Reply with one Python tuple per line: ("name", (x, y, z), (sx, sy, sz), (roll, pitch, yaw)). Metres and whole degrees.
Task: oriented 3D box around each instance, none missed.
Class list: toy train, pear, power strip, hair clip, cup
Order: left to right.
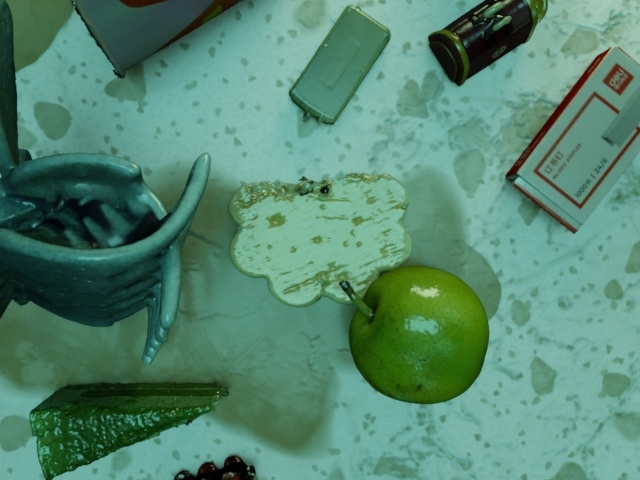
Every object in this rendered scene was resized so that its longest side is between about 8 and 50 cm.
("hair clip", (-0.273, 0.013, 0.583), (0.238, 0.318, 0.392), (13, 65, -16))
("cup", (-0.165, -0.348, 0.645), (0.288, 0.203, 0.203), (-29, 94, -6))
("toy train", (-0.151, 0.361, 0.743), (0.138, 0.050, 0.087), (-18, 97, 0))
("power strip", (0.023, -0.233, 0.725), (0.076, 0.028, 0.169), (34, 90, -3))
("pear", (0.104, 0.112, 0.668), (0.216, 0.166, 0.180), (23, 113, -27))

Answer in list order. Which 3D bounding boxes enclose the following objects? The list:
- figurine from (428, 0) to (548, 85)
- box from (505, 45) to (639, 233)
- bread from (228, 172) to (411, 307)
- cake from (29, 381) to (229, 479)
("figurine", (0.228, -0.286, 0.695), (0.154, 0.098, 0.082), (-33, 90, 3))
("box", (0.367, -0.135, 0.729), (0.123, 0.050, 0.229), (38, 91, -3))
("bread", (0.000, 0.000, 0.732), (0.251, 0.039, 0.181), (-5, 94, -2))
("cake", (-0.252, 0.217, 0.706), (0.235, 0.100, 0.099), (-21, 94, 0))
